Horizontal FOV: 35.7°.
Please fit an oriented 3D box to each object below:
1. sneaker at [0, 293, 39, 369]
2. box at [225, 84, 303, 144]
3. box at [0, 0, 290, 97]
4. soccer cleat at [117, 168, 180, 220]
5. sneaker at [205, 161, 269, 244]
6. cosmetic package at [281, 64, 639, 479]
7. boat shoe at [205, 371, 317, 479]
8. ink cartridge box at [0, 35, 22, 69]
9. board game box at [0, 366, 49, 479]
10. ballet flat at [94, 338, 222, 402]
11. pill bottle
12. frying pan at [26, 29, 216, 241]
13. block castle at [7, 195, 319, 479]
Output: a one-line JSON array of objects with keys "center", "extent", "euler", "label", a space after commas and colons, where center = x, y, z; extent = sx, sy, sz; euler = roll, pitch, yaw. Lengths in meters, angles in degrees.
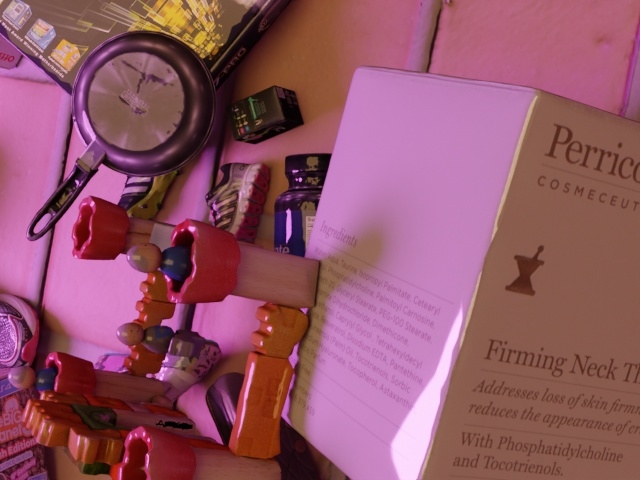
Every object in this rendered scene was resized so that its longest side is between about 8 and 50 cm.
[{"center": [-0.569, 0.127, 1.572], "extent": [0.299, 0.112, 0.121], "euler": [20, 97, 24], "label": "sneaker"}, {"center": [-0.077, -0.172, 1.370], "extent": [0.083, 0.062, 0.052], "euler": [-20, 81, 24], "label": "box"}, {"center": [-0.282, -0.354, 1.379], "extent": [0.395, 0.097, 0.318], "euler": [42, 94, 3], "label": "box"}, {"center": [-0.261, -0.080, 1.464], "extent": [0.072, 0.060, 0.179], "euler": [40, 99, 31], "label": "soccer cleat"}, {"center": [-0.130, -0.035, 1.392], "extent": [0.075, 0.063, 0.170], "euler": [19, 92, 25], "label": "sneaker"}, {"center": [0.190, 0.058, 1.024], "extent": [0.327, 0.329, 0.394], "euler": [26, 103, 62], "label": "cosmetic package"}, {"center": [-0.071, 0.347, 1.314], "extent": [0.130, 0.132, 0.355], "euler": [-36, 73, 20], "label": "boat shoe"}, {"center": [-0.496, -0.373, 1.535], "extent": [0.082, 0.139, 0.191], "euler": [44, 106, 20], "label": "ink cartridge box"}, {"center": [-0.551, 0.354, 1.513], "extent": [0.232, 0.141, 0.291], "euler": [-6, 96, 25], "label": "board game box"}, {"center": [-0.238, 0.194, 1.423], "extent": [0.221, 0.077, 0.079], "euler": [-10, 51, 27], "label": "ballet flat"}, {"center": [0.000, 0.000, 1.295], "extent": [0.123, 0.123, 0.219], "euler": [-1, 87, 26], "label": "pill bottle"}, {"center": [-0.295, -0.154, 1.323], "extent": [0.326, 0.053, 0.197], "euler": [-26, 91, 4], "label": "frying pan"}, {"center": [-0.208, 0.116, 1.157], "extent": [0.453, 0.213, 0.303], "euler": [13, 90, 61], "label": "block castle"}]
